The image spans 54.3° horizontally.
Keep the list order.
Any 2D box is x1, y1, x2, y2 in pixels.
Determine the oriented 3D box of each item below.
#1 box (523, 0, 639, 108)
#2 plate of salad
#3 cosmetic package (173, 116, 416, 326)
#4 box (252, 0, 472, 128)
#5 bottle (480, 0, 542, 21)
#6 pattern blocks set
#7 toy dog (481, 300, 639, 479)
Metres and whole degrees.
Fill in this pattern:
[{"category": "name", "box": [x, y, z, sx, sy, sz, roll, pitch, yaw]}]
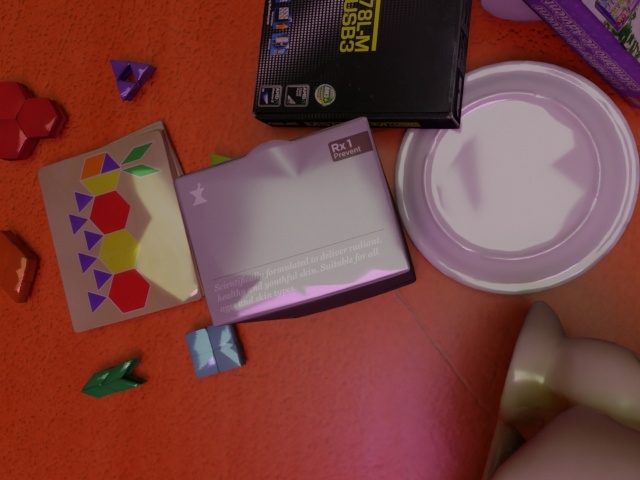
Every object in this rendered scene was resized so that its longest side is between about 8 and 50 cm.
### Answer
[{"category": "box", "box": [0.276, -0.274, 0.468, 0.201, 0.057, 0.293, 27, 93, -31]}, {"category": "plate of salad", "box": [0.164, -0.053, 0.540, 0.200, 0.048, 0.199, 0, 89, 20]}, {"category": "cosmetic package", "box": [0.000, 0.000, 0.468, 0.127, 0.238, 0.107, -17, 85, 9]}, {"category": "box", "box": [0.038, -0.195, 0.550, 0.184, 0.045, 0.190, 6, 88, 25]}, {"category": "bottle", "box": [0.190, -0.328, 0.511, 0.092, 0.118, 0.282, 11, 89, 2]}, {"category": "pattern blocks set", "box": [-0.192, -0.015, 0.609, 0.286, 0.026, 0.324, -7, 86, 9]}, {"category": "toy dog", "box": [0.288, 0.209, 0.344, 0.408, 0.395, 0.284, 15, 81, 19]}]
